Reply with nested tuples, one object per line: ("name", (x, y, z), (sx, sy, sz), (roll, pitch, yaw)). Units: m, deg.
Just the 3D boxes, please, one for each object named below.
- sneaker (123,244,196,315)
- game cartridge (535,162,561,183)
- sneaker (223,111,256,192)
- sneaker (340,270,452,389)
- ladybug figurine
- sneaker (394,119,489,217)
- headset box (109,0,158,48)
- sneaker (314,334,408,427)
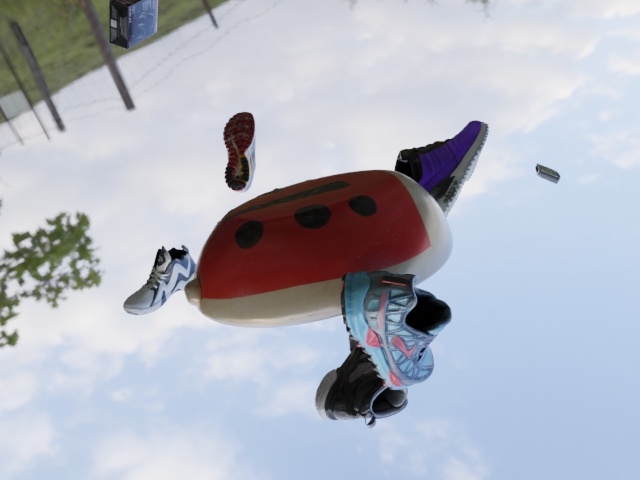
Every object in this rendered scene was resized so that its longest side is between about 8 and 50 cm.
("sneaker", (-0.439, 0.092, 2.004), (0.235, 0.153, 0.094), (-25, -142, -25))
("game cartridge", (0.518, -0.152, 1.686), (0.056, 0.017, 0.083), (26, -157, 1))
("sneaker", (-0.216, -0.237, 1.998), (0.088, 0.225, 0.093), (5, 173, 8))
("sneaker", (0.125, 0.129, 1.019), (0.125, 0.262, 0.104), (-11, -125, 22))
("ladybug figurine", (0.000, 0.000, 1.158), (0.449, 0.162, 0.305), (-19, -157, -25))
("sneaker", (0.228, -0.156, 1.472), (0.146, 0.102, 0.293), (26, -123, 12))
("headset box", (-0.256, -0.310, 1.025), (0.032, 0.062, 0.083), (22, -142, 12))
("sneaker", (0.114, 0.246, 1.425), (0.153, 0.101, 0.269), (9, -130, 39))
